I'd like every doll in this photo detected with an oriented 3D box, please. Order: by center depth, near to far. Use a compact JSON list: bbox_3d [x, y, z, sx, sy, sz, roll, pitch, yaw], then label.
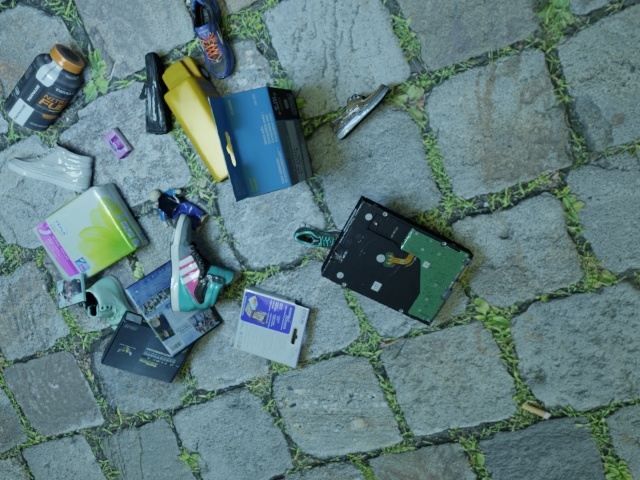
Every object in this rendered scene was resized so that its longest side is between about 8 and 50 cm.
[{"bbox_3d":[-0.430,-0.091,1.497,0.189,0.046,0.129,32,108,3],"label":"doll"}]

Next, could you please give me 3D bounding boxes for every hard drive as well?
[{"bbox_3d":[0.201,0.058,1.339,0.338,0.064,0.237,25,109,-9],"label":"hard drive"}]

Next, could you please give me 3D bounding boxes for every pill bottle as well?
[{"bbox_3d":[-0.782,-0.441,1.446,0.245,0.130,0.130,-42,92,19],"label":"pill bottle"}]

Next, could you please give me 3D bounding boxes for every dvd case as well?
[{"bbox_3d":[-0.443,0.200,1.533,0.180,0.022,0.253,-35,95,-21],"label":"dvd case"},{"bbox_3d":[-0.761,0.155,1.535,0.119,0.013,0.087,-17,78,27],"label":"dvd case"}]

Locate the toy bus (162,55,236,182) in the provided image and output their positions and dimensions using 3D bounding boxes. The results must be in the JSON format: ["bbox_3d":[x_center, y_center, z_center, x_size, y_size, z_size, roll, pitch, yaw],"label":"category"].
[{"bbox_3d":[-0.310,-0.327,1.364,0.108,0.130,0.333,-29,96,18],"label":"toy bus"}]

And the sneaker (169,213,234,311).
[{"bbox_3d":[-0.339,0.072,1.463,0.178,0.124,0.296,3,107,-5],"label":"sneaker"}]

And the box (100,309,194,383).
[{"bbox_3d":[-0.535,0.336,1.574,0.232,0.059,0.183,25,111,-23],"label":"box"}]

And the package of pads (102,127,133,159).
[{"bbox_3d":[-0.600,-0.287,1.494,0.050,0.032,0.083,-35,94,20],"label":"package of pads"}]

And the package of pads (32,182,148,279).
[{"bbox_3d":[-0.709,-0.019,1.553,0.296,0.101,0.229,-27,98,18],"label":"package of pads"}]

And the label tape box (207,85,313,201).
[{"bbox_3d":[-0.128,-0.242,1.235,0.105,0.334,0.241,-11,102,16],"label":"label tape box"}]

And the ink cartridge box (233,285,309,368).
[{"bbox_3d":[-0.145,0.261,1.520,0.208,0.045,0.206,17,107,10],"label":"ink cartridge box"}]

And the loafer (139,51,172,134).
[{"bbox_3d":[-0.470,-0.408,1.409,0.078,0.076,0.223,0,108,5],"label":"loafer"}]

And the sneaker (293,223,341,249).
[{"bbox_3d":[0.000,0.000,1.403,0.166,0.076,0.065,9,107,11],"label":"sneaker"}]

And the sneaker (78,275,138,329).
[{"bbox_3d":[-0.655,0.248,1.581,0.094,0.151,0.256,-24,98,17],"label":"sneaker"}]

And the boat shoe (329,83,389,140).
[{"bbox_3d":[0.095,-0.342,1.299,0.183,0.066,0.066,-42,91,19],"label":"boat shoe"}]

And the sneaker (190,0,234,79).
[{"bbox_3d":[-0.295,-0.536,1.330,0.083,0.087,0.221,-15,100,17],"label":"sneaker"}]

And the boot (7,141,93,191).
[{"bbox_3d":[-0.815,-0.242,1.535,0.258,0.095,0.123,17,101,0],"label":"boot"}]
